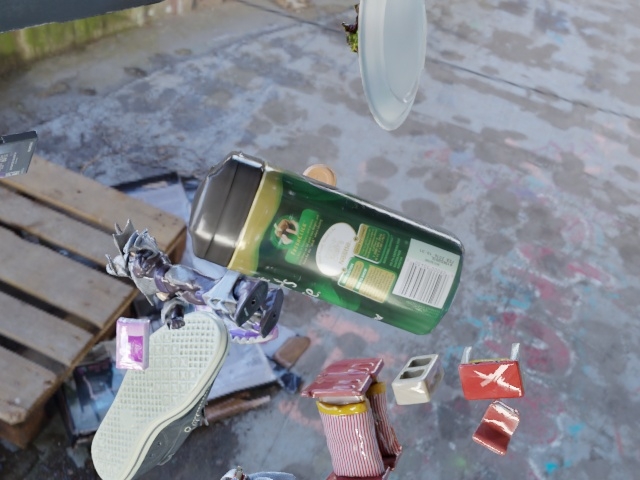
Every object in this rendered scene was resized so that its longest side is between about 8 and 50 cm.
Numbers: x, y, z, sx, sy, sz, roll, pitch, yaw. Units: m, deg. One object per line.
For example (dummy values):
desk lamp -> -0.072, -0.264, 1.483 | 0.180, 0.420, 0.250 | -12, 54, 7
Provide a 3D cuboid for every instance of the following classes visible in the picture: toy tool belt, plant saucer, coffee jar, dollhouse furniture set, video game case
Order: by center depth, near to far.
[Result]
coffee jar -> 0.000, 0.000, 0.477 | 0.185, 0.079, 0.096 | 20, 7, -10
toy tool belt -> -0.120, 0.396, 1.062 | 0.051, 0.052, 0.083 | 17, 24, 2
dollhouse furniture set -> 0.175, 0.316, 1.197 | 0.374, 0.201, 0.152 | -10, 10, 26
video game case -> -0.768, -0.165, 1.477 | 0.274, 0.196, 0.026 | -19, 82, -34
plant saucer -> -0.004, -0.139, 1.595 | 0.084, 0.013, 0.083 | -1, 80, 8

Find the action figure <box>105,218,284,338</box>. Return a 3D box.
action figure -> -0.201, 0.062, 0.976 | 0.285, 0.185, 0.099 | 13, 61, 25

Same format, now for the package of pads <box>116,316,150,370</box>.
package of pads -> -0.305, 0.168, 1.111 | 0.050, 0.083, 0.032 | 4, 8, 6

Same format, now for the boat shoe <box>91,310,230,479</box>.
boat shoe -> -0.327, 0.339, 1.481 | 0.156, 0.500, 0.186 | 3, 39, -50

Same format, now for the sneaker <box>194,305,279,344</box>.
sneaker -> -0.199, 0.174, 1.533 | 0.237, 0.104, 0.095 | 6, -3, 29

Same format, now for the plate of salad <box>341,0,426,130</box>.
plate of salad -> 0.071, -0.219, 0.732 | 0.048, 0.199, 0.199 | 8, 39, 25

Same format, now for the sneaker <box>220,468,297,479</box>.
sneaker -> -0.069, 0.564, 1.239 | 0.366, 0.210, 0.137 | 32, 20, -3

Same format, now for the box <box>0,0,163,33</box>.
box -> -0.215, -0.292, 0.532 | 0.319, 0.097, 0.394 | -16, 45, -17
